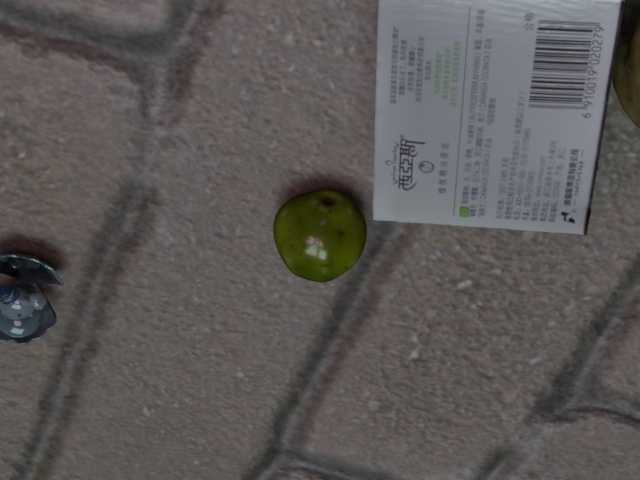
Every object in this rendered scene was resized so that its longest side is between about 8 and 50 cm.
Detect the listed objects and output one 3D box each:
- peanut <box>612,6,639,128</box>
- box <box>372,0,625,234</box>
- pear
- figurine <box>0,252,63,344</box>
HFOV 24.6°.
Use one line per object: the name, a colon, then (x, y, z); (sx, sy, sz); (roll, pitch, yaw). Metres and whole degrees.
peanut: (0.368, -0.195, 1.135); (0.340, 0.158, 0.174); (-20, 153, 32)
box: (0.145, -0.135, 1.250); (0.194, 0.111, 0.260); (5, 136, 4)
pear: (0.000, 0.000, 1.418); (0.092, 0.092, 0.097); (3, 133, 5)
figurine: (-0.315, 0.055, 1.517); (0.094, 0.082, 0.086); (11, 155, -3)
